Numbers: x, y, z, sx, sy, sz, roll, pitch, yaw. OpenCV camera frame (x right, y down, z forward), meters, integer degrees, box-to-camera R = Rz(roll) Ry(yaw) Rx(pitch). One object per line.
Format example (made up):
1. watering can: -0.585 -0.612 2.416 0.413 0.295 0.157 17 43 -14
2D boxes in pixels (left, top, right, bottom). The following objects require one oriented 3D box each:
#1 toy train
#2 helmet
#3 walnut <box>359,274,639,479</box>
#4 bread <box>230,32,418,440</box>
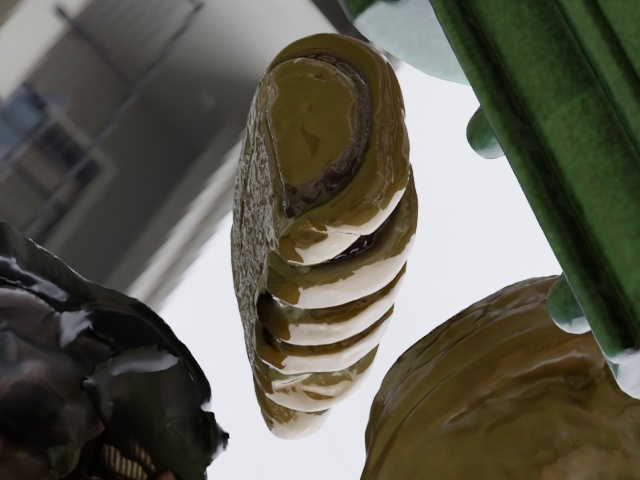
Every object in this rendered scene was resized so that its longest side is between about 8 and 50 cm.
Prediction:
1. toy train: 0.071 -0.040 0.370 0.111 0.071 0.170 -39 -126 24
2. helmet: -0.168 0.106 0.930 0.154 0.253 0.198 -33 -128 41
3. walnut: 0.100 0.084 0.727 0.184 0.155 0.155 -18 -154 -7
4. bread: 0.000 0.000 0.947 0.081 0.225 0.134 -5 -123 -10
